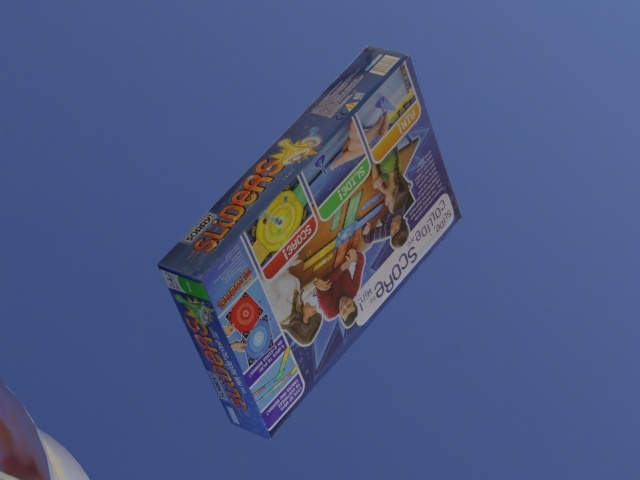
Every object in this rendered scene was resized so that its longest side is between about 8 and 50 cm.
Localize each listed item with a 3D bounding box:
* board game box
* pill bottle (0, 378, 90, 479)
[{"bbox_3d":[0.000,0.000,1.163,0.035,0.136,0.201,18,-127,38],"label":"board game box"},{"bbox_3d":[-0.271,0.137,1.013,0.224,0.224,0.392,56,-176,25],"label":"pill bottle"}]
